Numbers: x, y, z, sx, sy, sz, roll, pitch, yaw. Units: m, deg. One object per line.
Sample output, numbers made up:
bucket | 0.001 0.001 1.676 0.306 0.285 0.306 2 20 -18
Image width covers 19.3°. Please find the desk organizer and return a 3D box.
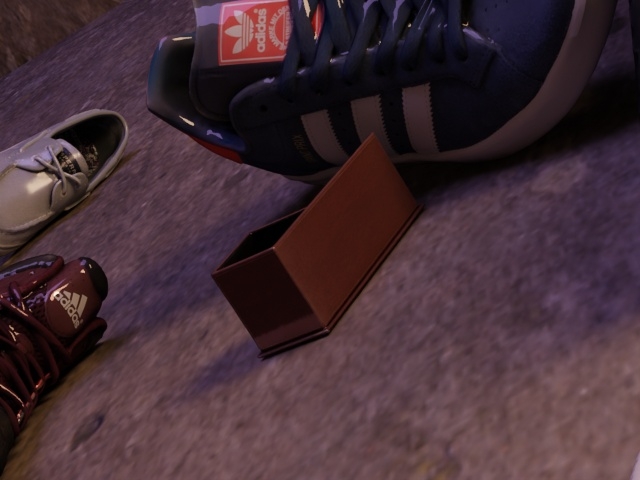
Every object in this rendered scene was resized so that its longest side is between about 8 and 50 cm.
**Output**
desk organizer | 0.000 0.000 0.958 0.047 0.050 0.130 -23 17 36

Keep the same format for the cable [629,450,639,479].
cable | 0.183 0.034 0.360 0.257 0.089 0.257 -36 13 -18

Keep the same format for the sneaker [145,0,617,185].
sneaker | 0.016 -0.107 1.024 0.350 0.148 0.131 -24 58 57

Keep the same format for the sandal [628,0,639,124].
sandal | 0.195 -0.141 0.870 0.107 0.167 0.445 -5 28 11

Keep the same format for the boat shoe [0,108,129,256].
boat shoe | -0.239 -0.061 1.638 0.081 0.079 0.227 -29 10 31

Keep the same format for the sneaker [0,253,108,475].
sneaker | -0.183 0.059 1.058 0.162 0.106 0.281 -34 13 -16
